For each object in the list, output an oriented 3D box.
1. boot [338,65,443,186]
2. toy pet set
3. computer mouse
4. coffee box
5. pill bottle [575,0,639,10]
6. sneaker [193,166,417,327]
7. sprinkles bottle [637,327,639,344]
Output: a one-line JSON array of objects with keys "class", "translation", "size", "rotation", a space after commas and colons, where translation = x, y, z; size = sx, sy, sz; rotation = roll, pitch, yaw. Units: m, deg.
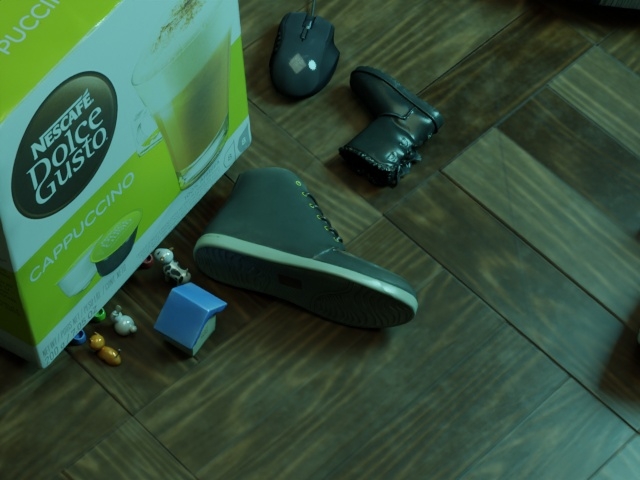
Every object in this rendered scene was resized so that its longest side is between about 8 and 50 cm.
[{"class": "boot", "translation": [0.056, -0.116, 1.818], "size": [0.121, 0.045, 0.099], "rotation": [34, 64, 17]}, {"class": "toy pet set", "translation": [-0.157, 0.062, 1.667], "size": [0.114, 0.065, 0.122], "rotation": [29, 59, 15]}, {"class": "computer mouse", "translation": [-0.006, -0.250, 1.902], "size": [0.071, 0.041, 0.242], "rotation": [9, 55, 3]}, {"class": "coffee box", "translation": [-0.302, -0.157, 1.623], "size": [0.338, 0.334, 0.338], "rotation": [27, 58, 20]}, {"class": "pill bottle", "translation": [0.334, -0.311, 1.921], "size": [0.219, 0.123, 0.123], "rotation": [7, 56, 0]}, {"class": "sneaker", "translation": [0.000, 0.000, 1.710], "size": [0.222, 0.083, 0.118], "rotation": [18, 56, 9]}, {"class": "sprinkles bottle", "translation": [0.480, 0.106, 1.653], "size": [0.355, 0.121, 0.121], "rotation": [22, 57, 10]}]
